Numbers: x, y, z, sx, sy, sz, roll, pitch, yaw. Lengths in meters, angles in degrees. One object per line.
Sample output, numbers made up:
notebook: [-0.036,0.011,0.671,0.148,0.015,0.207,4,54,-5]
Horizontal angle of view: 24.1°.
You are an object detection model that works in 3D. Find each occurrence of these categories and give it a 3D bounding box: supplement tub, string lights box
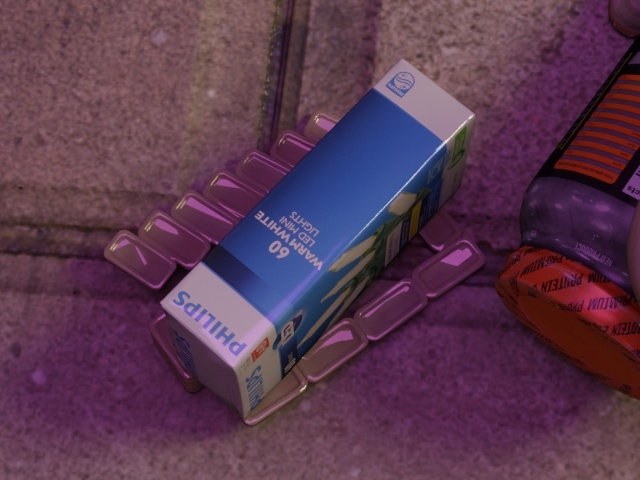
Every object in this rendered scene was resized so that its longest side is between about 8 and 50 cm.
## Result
supplement tub: [0.277,-0.050,1.093,0.193,0.193,0.316,35,80,16]
string lights box: [0.000,0.000,1.117,0.076,0.133,0.260,39,74,15]

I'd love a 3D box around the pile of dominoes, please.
pile of dominoes: [-0.024,0.019,1.204,0.251,0.040,0.196,-33,70,-13]

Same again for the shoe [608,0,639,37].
shoe: [0.312,-0.262,1.228,0.076,0.058,0.219,31,79,15]

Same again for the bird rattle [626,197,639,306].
bird rattle: [0.286,-0.015,0.924,0.207,0.143,0.253,-43,116,3]
